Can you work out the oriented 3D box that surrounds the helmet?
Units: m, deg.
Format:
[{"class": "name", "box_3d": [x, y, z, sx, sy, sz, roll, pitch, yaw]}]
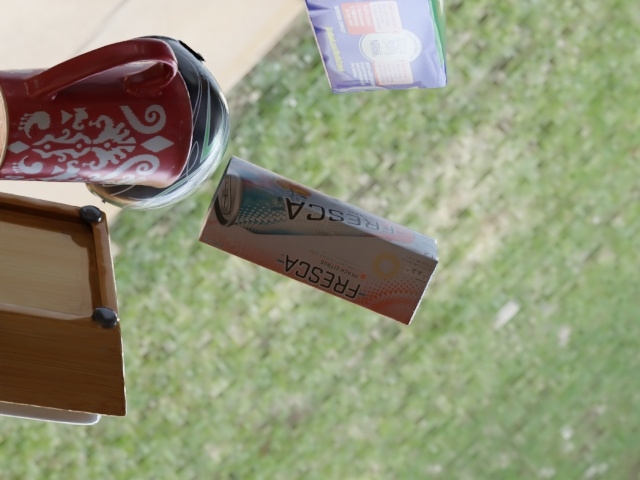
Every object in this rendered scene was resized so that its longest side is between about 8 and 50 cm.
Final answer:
[{"class": "helmet", "box_3d": [-0.177, -0.115, 1.776, 0.169, 0.161, 0.169, -19, 157, -8]}]

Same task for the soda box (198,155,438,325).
[{"class": "soda box", "box_3d": [0.000, 0.000, 1.337, 0.058, 0.183, 0.063, -85, -163, -71]}]

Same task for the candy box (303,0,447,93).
[{"class": "candy box", "box_3d": [0.050, -0.330, 1.516, 0.122, 0.317, 0.268, -2, 161, 7]}]

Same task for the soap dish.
[{"class": "soap dish", "box_3d": [-0.319, 0.046, 1.555, 0.291, 0.229, 0.118, 10, 125, -20]}]

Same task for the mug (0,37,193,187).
[{"class": "mug", "box_3d": [-0.206, -0.116, 1.442, 0.169, 0.113, 0.150, -4, 118, -34]}]
